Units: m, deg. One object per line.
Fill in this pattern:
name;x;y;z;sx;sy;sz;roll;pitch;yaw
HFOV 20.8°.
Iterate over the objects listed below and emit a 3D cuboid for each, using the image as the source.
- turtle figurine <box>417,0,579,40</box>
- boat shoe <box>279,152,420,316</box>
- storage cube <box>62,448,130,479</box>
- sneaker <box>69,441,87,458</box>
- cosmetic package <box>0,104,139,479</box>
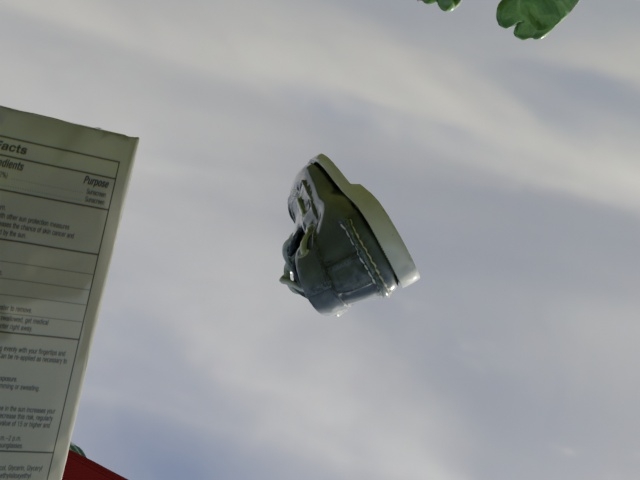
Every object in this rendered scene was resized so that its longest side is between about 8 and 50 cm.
turtle figurine;0.083;-0.258;1.400;0.275;0.197;0.266;-5;-149;-14
boat shoe;0.000;0.000;1.565;0.099;0.116;0.319;-31;-166;-5
storage cube;-0.189;0.326;1.504;0.215;0.193;0.183;24;153;16
sneaker;-0.352;0.192;1.808;0.319;0.127;0.208;57;-179;2
cosmetic package;-0.227;0.069;1.007;0.113;0.309;0.160;13;180;39
